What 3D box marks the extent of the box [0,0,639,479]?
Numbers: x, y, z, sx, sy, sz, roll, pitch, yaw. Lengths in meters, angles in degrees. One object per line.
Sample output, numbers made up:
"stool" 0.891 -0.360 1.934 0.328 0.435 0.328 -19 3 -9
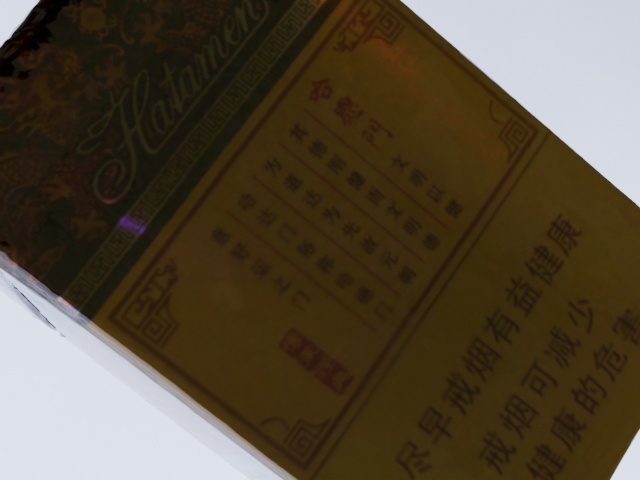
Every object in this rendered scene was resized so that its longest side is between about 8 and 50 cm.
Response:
"box" 0.000 0.000 0.711 0.415 0.116 0.264 38 -106 -8
